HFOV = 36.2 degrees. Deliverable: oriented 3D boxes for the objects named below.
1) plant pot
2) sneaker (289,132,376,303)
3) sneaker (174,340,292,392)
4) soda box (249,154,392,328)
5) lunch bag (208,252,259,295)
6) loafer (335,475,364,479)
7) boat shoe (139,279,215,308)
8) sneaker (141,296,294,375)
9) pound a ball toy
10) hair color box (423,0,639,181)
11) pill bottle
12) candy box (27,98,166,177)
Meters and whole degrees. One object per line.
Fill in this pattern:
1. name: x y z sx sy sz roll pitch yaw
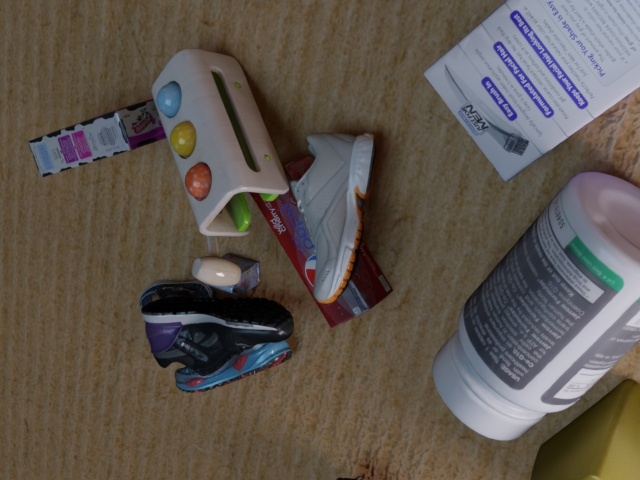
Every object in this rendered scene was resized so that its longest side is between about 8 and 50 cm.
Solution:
1. plant pot: 0.416 0.365 1.375 0.212 0.187 0.212 45 128 8
2. sneaker: 0.007 -0.038 1.466 0.121 0.099 0.262 10 83 7
3. sneaker: -0.165 0.191 1.758 0.262 0.104 0.125 -24 81 32
4. soda box: 0.000 0.000 1.557 0.092 0.083 0.263 -29 92 37
5. lunch bag: -0.156 0.064 1.688 0.071 0.083 0.053 15 117 27
6. loafer: 0.156 0.536 1.677 0.130 0.134 0.366 -37 98 15
7. boat shoe: -0.284 0.113 1.793 0.183 0.083 0.065 -12 103 37
8. sneaker: -0.166 0.167 1.655 0.283 0.107 0.124 1 107 28
9. pound a ball toy: -0.185 -0.110 1.525 0.208 0.135 0.319 -44 56 39
10. hair color box: 0.316 -0.246 1.228 0.339 0.110 0.185 -38 89 36
11. pill bottle: 0.314 0.099 1.316 0.204 0.204 0.361 42 126 11
12. candy box: -0.360 -0.180 1.669 0.233 0.159 0.071 -12 102 36
